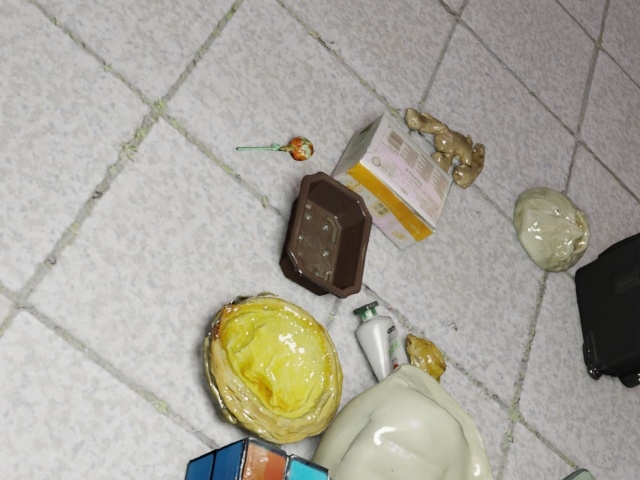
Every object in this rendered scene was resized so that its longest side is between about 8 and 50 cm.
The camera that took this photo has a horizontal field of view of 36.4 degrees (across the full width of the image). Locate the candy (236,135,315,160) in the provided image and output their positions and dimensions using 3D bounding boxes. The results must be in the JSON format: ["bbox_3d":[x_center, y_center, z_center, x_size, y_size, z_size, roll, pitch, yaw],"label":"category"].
[{"bbox_3d":[-0.091,-0.187,1.970,0.184,0.049,0.055,-3,39,-36],"label":"candy"}]

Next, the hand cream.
[{"bbox_3d":[0.155,0.280,1.898,0.121,0.076,0.336,-17,82,-62],"label":"hand cream"}]

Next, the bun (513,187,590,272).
[{"bbox_3d":[0.588,-0.032,2.416,0.231,0.133,0.231,21,55,-34],"label":"bun"}]

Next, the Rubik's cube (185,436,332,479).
[{"bbox_3d":[-0.105,0.429,1.505,0.180,0.167,0.183,28,52,-29],"label":"Rubik's cube"}]

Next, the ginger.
[{"bbox_3d":[0.298,-0.220,2.315,0.258,0.065,0.149,31,52,-28],"label":"ginger"}]

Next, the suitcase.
[{"bbox_3d":[0.785,0.149,2.333,0.188,0.345,0.340,15,58,-30],"label":"suitcase"}]

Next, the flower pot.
[{"bbox_3d":[0.000,0.000,1.906,0.178,0.084,0.251,31,50,-26],"label":"flower pot"}]

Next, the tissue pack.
[{"bbox_3d":[0.154,-0.125,2.083,0.225,0.124,0.185,42,46,-15],"label":"tissue pack"}]

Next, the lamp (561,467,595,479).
[{"bbox_3d":[0.548,0.645,2.051,0.269,0.047,0.267,-15,76,-45],"label":"lamp"}]

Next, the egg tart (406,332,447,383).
[{"bbox_3d":[0.216,0.236,1.960,0.129,0.049,0.129,52,19,-26],"label":"egg tart"}]

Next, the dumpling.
[{"bbox_3d":[0.134,0.417,1.646,0.315,0.233,0.395,34,67,14],"label":"dumpling"}]

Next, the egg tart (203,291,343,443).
[{"bbox_3d":[-0.087,0.226,1.697,0.278,0.095,0.279,18,54,-27],"label":"egg tart"}]
